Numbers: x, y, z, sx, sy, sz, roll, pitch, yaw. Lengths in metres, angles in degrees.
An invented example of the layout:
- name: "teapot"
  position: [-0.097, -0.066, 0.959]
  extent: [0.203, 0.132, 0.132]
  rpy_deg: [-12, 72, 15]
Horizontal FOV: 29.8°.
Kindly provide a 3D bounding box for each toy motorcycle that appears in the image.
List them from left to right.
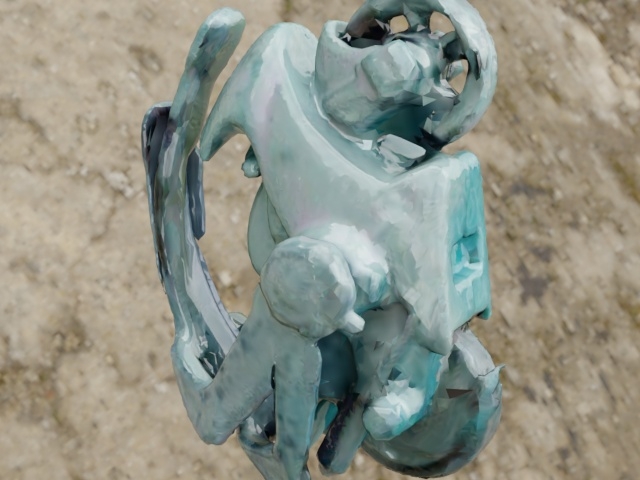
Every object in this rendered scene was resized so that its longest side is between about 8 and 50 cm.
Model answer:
- name: "toy motorcycle"
  position: [0.000, 0.000, 0.634]
  extent: [0.154, 0.206, 0.260]
  rpy_deg: [-24, 114, -55]
